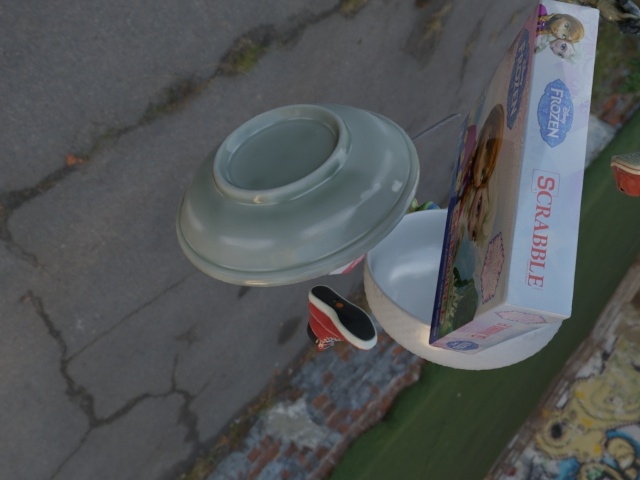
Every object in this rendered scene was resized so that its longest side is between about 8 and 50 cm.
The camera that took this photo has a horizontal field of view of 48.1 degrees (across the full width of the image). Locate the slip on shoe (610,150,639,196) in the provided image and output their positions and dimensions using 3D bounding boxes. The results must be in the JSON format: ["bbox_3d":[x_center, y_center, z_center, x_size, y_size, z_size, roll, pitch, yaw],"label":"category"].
[{"bbox_3d":[0.708,-0.149,1.580,0.331,0.123,0.101,-15,96,-75],"label":"slip on shoe"}]

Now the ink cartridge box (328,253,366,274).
[{"bbox_3d":[0.000,0.000,1.769,0.092,0.158,0.218,-46,159,24],"label":"ink cartridge box"}]

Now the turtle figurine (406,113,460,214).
[{"bbox_3d":[0.149,-0.101,1.469,0.198,0.266,0.274,51,55,-53],"label":"turtle figurine"}]

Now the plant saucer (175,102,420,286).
[{"bbox_3d":[-0.052,-0.109,1.110,0.400,0.400,0.100,-46,137,-23],"label":"plant saucer"}]

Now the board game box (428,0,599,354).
[{"bbox_3d":[0.207,-0.046,0.818,0.318,0.066,0.318,105,-4,-74],"label":"board game box"}]

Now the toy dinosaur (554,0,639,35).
[{"bbox_3d":[0.496,-0.358,1.151,0.064,0.268,0.118,-53,157,13],"label":"toy dinosaur"}]

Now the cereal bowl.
[{"bbox_3d":[0.233,0.094,1.199,0.339,0.339,0.141,-34,140,-42],"label":"cereal bowl"}]

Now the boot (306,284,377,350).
[{"bbox_3d":[0.052,0.249,1.883,0.088,0.244,0.176,-19,130,-33],"label":"boot"}]
